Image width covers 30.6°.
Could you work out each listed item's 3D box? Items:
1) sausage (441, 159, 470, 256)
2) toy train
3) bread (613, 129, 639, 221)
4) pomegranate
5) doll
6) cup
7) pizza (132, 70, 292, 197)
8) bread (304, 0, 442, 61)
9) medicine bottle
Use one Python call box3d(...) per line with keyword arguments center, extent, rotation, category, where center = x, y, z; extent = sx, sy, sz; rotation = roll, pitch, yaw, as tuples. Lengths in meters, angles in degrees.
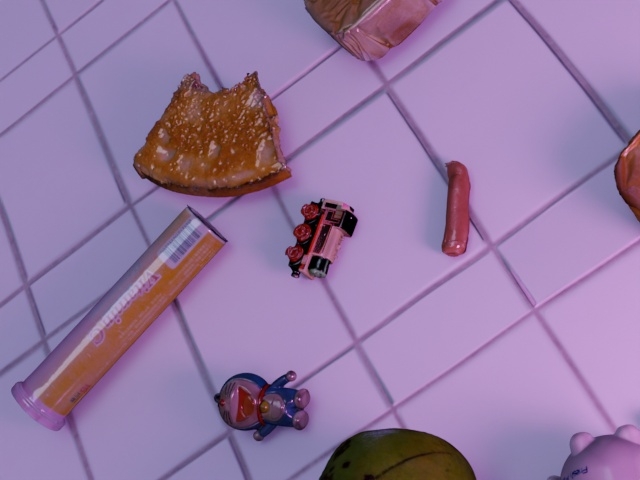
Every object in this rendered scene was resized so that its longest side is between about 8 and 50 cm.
box3d(center=(0.205, -0.051, 1.763), extent=(0.042, 0.036, 0.157), rotation=(6, 66, -5), category="sausage")
box3d(center=(0.000, 0.000, 1.850), extent=(0.087, 0.050, 0.138), rotation=(13, 74, 30), category="toy train")
box3d(center=(0.503, -0.087, 1.570), extent=(0.199, 0.104, 0.199), rotation=(-15, 56, 24), category="bread")
box3d(center=(0.092, 0.366, 1.518), extent=(0.254, 0.270, 0.254), rotation=(1, 82, -8), category="pomegranate")
box3d(center=(-0.092, 0.246, 1.766), extent=(0.152, 0.085, 0.114), rotation=(6, 89, 21), category="doll")
box3d(center=(0.361, 0.320, 1.458), extent=(0.134, 0.173, 0.142), rotation=(-4, 59, -6), category="cup")
box3d(center=(-0.172, -0.178, 2.011), extent=(0.324, 0.089, 0.223), rotation=(3, 75, 29), category="pizza")
box3d(center=(0.091, -0.412, 1.959), extent=(0.210, 0.110, 0.192), rotation=(-44, 47, 5), category="bread")
box3d(center=(-0.329, 0.128, 1.948), extent=(0.426, 0.108, 0.108), rotation=(-46, 53, 1), category="medicine bottle")
